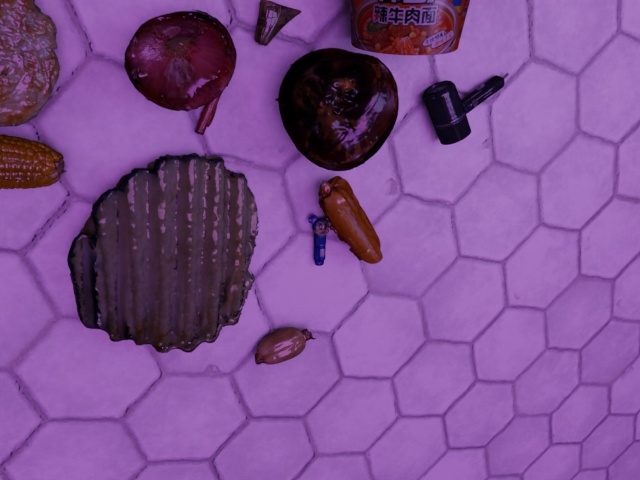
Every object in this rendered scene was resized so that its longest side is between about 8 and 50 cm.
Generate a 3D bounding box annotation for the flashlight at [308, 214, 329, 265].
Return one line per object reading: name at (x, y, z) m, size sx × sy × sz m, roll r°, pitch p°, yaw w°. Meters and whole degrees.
flashlight at (0.000, 0.000, 1.053) m, size 0.058 × 0.035 × 0.121 m, roll -7°, pitch 112°, yaw -22°

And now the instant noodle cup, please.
instant noodle cup at (0.154, -0.442, 0.833) m, size 0.251 × 0.250 × 0.192 m, roll -9°, pitch 123°, yaw -17°

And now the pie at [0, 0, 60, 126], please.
pie at (-0.509, -0.294, 0.720) m, size 0.201 × 0.090 × 0.247 m, roll 6°, pitch 109°, yaw -34°

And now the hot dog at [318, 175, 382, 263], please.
hot dog at (0.060, -0.041, 1.029) m, size 0.076 × 0.102 × 0.249 m, roll -20°, pitch 129°, yaw 20°

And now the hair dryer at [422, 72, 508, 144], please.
hair dryer at (0.331, -0.316, 1.041) m, size 0.219 × 0.071 × 0.124 m, roll -34°, pitch 118°, yaw -12°

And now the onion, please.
onion at (-0.226, -0.290, 0.802) m, size 0.184 × 0.184 × 0.147 m, roll -34°, pitch 160°, yaw -5°

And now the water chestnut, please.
water chestnut at (0.032, -0.244, 0.862) m, size 0.224 × 0.238 × 0.223 m, roll -1°, pitch 87°, yaw 19°

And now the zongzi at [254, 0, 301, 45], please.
zongzi at (-0.078, -0.393, 0.875) m, size 0.083 × 0.040 × 0.076 m, roll -3°, pitch 119°, yaw -38°

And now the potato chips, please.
potato chips at (-0.299, 0.034, 0.942) m, size 0.359 × 0.070 × 0.428 m, roll 0°, pitch 111°, yaw -24°

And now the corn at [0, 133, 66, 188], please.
corn at (-0.579, -0.134, 0.751) m, size 0.313 × 0.102 × 0.101 m, roll 11°, pitch 106°, yaw -25°

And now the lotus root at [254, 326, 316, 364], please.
lotus root at (-0.085, 0.242, 1.104) m, size 0.151 × 0.062 × 0.072 m, roll -23°, pitch 94°, yaw -13°

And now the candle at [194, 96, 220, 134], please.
candle at (-0.193, -0.275, 0.883) m, size 0.026 × 0.021 × 0.167 m, roll 13°, pitch 106°, yaw -52°
